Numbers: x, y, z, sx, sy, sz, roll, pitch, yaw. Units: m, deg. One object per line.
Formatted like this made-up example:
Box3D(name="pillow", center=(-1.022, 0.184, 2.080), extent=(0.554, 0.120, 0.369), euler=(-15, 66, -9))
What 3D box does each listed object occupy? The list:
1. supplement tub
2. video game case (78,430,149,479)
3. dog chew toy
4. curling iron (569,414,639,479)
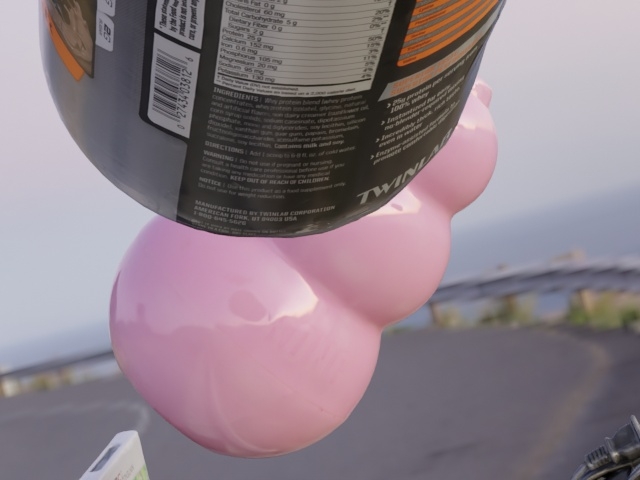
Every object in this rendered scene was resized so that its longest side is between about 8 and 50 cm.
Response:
Box3D(name="supplement tub", center=(-0.011, -0.159, 0.764), extent=(0.207, 0.207, 0.338), euler=(-15, -24, -15))
Box3D(name="video game case", center=(-0.152, 0.280, 1.575), extent=(0.023, 0.212, 0.193), euler=(-12, 6, 7))
Box3D(name="dog chew toy", center=(0.000, 0.000, 1.394), extent=(0.332, 0.206, 0.206), euler=(-47, -4, 6))
Box3D(name="curling iron", center=(0.244, 0.098, 0.917), extent=(0.274, 0.068, 0.035), euler=(-10, 42, -17))
